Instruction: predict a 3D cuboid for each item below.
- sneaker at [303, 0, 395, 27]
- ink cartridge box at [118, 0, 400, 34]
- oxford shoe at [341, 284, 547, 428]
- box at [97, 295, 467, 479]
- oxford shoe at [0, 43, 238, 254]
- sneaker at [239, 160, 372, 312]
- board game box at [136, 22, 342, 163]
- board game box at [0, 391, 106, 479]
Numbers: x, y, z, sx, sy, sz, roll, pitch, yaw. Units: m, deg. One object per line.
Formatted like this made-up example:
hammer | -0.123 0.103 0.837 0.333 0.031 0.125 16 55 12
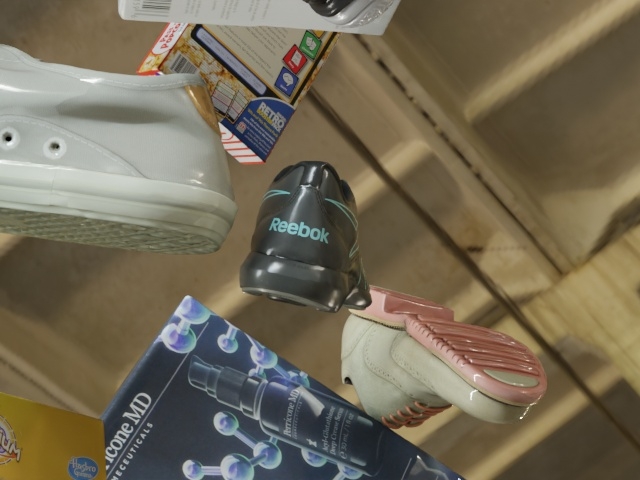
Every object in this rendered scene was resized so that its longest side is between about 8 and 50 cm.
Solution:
sneaker | 0.017 -0.283 0.822 0.153 0.101 0.268 12 -77 -38
ink cartridge box | -0.032 -0.262 0.998 0.239 0.060 0.275 0 -21 -14
oxford shoe | 0.128 0.156 1.413 0.141 0.397 0.146 15 -86 -18
box | -0.084 0.309 1.381 0.395 0.293 0.212 33 -42 -3
oxford shoe | -0.275 -0.084 0.877 0.450 0.169 0.130 8 -100 1
sneaker | 0.000 0.000 0.995 0.101 0.267 0.106 11 -92 2
board game box | -0.067 -0.194 1.214 0.147 0.045 0.193 42 -112 -30
board game box | -0.342 0.153 0.882 0.242 0.064 0.316 -16 -24 23
